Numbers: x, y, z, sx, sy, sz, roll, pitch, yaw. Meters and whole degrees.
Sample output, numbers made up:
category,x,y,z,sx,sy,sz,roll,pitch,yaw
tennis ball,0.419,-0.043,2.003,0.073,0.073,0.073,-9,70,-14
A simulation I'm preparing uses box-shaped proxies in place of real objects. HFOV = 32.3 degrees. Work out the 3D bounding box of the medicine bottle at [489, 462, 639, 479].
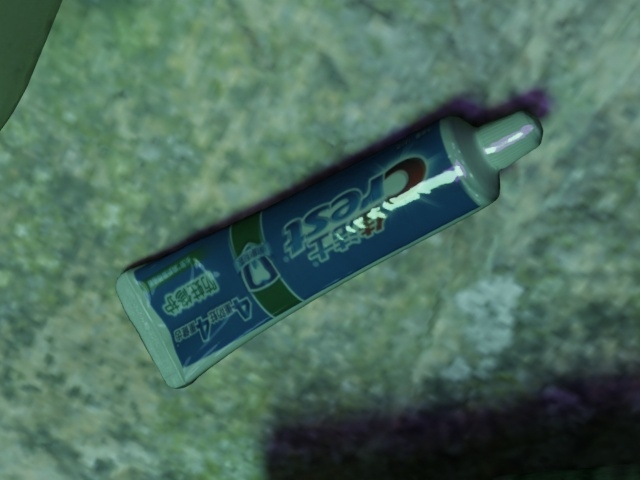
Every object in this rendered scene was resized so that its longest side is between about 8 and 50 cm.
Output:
category,x,y,z,sx,sy,sz,roll,pitch,yaw
medicine bottle,0.116,0.191,0.413,0.325,0.212,0.212,-10,114,16

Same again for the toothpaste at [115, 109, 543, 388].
category,x,y,z,sx,sy,sz,roll,pitch,yaw
toothpaste,0.000,0.000,0.440,0.197,0.035,0.057,-28,92,25

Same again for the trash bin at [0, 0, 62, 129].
category,x,y,z,sx,sy,sz,roll,pitch,yaw
trash bin,-0.167,-0.145,0.258,0.121,0.247,0.243,33,101,42
